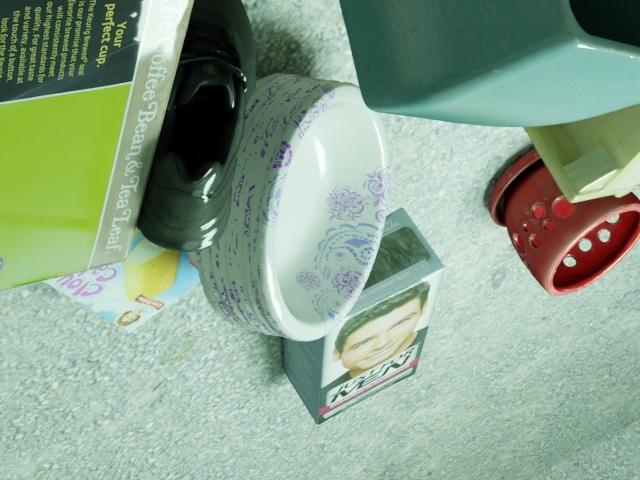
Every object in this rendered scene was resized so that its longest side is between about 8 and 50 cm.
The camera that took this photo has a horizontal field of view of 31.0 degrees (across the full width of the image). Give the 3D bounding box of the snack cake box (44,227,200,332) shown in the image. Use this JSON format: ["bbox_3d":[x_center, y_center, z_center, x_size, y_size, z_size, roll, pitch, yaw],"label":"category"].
[{"bbox_3d":[-0.232,-0.010,1.261,0.152,0.089,0.264,-38,150,4],"label":"snack cake box"}]

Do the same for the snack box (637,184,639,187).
[{"bbox_3d":[0.523,-0.217,1.621,0.060,0.187,0.322,-9,142,-37],"label":"snack box"}]

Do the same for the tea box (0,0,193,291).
[{"bbox_3d":[-0.304,-0.129,0.885,0.323,0.220,0.329,-13,144,-32],"label":"tea box"}]

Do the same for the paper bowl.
[{"bbox_3d":[-0.047,-0.041,1.267,0.284,0.148,0.284,-37,134,-53],"label":"paper bowl"}]

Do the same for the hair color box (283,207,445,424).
[{"bbox_3d":[0.053,0.121,1.671,0.185,0.113,0.374,-26,155,-15],"label":"hair color box"}]

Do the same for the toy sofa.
[{"bbox_3d":[0.420,-0.211,1.403,0.177,0.150,0.362,-12,154,-33],"label":"toy sofa"}]

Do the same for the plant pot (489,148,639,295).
[{"bbox_3d":[0.364,-0.041,1.725,0.191,0.174,0.191,-25,149,-16],"label":"plant pot"}]

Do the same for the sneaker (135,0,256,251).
[{"bbox_3d":[-0.101,-0.137,1.025,0.109,0.286,0.130,5,152,-13],"label":"sneaker"}]

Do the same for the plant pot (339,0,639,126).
[{"bbox_3d":[0.157,-0.219,1.026,0.248,0.247,0.252,1,161,-46],"label":"plant pot"}]

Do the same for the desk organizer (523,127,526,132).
[{"bbox_3d":[0.265,-0.201,1.521,0.047,0.050,0.130,-36,150,2],"label":"desk organizer"}]
